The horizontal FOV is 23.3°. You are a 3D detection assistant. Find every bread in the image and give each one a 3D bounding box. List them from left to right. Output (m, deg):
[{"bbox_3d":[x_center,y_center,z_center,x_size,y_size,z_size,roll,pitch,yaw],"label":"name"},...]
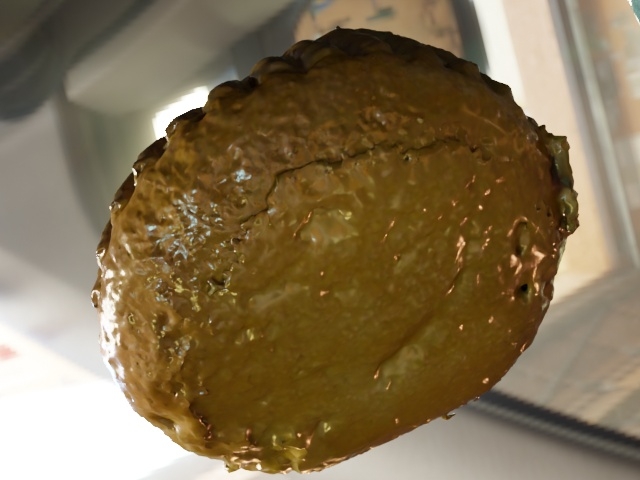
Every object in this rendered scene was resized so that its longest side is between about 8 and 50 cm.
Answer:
[{"bbox_3d":[-0.001,0.003,0.753,0.240,0.240,0.139,-15,-141,-17],"label":"bread"}]

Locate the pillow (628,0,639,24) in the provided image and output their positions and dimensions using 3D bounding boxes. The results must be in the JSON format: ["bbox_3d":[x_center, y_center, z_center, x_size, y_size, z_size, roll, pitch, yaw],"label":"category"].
[{"bbox_3d":[0.186,-0.161,0.541,0.214,0.233,0.086,-28,-143,-21],"label":"pillow"}]
